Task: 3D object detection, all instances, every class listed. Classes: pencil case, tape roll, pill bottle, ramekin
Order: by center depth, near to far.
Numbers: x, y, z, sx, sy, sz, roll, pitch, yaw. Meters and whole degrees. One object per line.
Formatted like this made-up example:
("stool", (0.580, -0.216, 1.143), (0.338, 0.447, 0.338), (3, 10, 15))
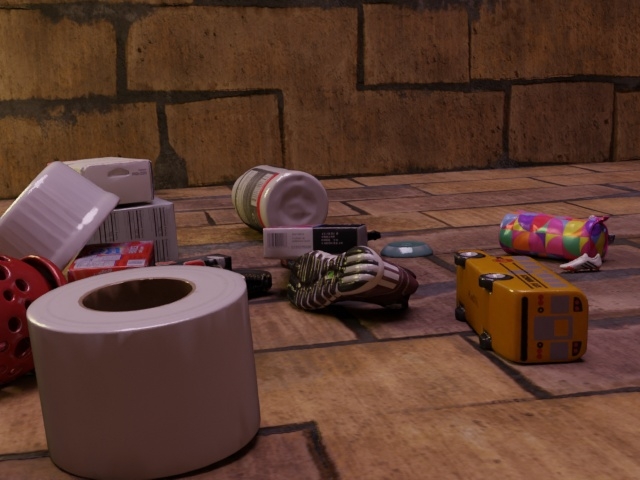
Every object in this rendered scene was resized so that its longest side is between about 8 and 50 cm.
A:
("tape roll", (-0.195, 0.139, 1.152), (0.246, 0.169, 0.246), (-5, 14, 1))
("ramekin", (-0.491, -0.009, 1.802), (0.135, 0.277, 0.277), (41, 3, -10))
("pencil case", (0.492, -0.010, 2.152), (0.236, 0.104, 0.104), (5, 12, 43))
("pill bottle", (-0.118, -0.101, 2.612), (0.176, 0.176, 0.318), (-6, 10, -22))

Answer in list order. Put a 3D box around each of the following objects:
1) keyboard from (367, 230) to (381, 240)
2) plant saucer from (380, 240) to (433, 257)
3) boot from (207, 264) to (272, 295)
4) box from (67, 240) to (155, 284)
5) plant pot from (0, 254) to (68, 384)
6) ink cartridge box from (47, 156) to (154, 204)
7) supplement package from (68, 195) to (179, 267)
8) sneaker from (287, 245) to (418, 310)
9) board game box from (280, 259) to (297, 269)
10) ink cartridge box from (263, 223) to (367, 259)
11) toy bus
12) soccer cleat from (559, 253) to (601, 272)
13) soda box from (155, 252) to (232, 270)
("keyboard", (0.045, 0.015, 2.273), (0.192, 0.038, 0.100), (-11, -6, 17))
("plant saucer", (0.192, 0.018, 2.290), (0.119, 0.021, 0.119), (-2, 10, 0))
("boot", (-0.137, 0.078, 1.874), (0.137, 0.076, 0.198), (0, 9, -19))
("box", (-0.347, 0.080, 1.738), (0.128, 0.122, 0.257), (-3, 9, -7))
("plant pot", (-0.448, 0.110, 1.419), (0.191, 0.191, 0.174), (6, 5, 43))
("ink cartridge box", (-0.472, -0.127, 2.199), (0.159, 0.092, 0.218), (-9, 9, -32))
("supplement package", (-0.434, -0.009, 2.219), (0.203, 0.149, 0.194), (-8, 11, -24))
("sneaker", (0.065, 0.085, 1.775), (0.163, 0.106, 0.281), (20, -13, -27))
("board game box", (0.037, 0.052, 2.100), (0.145, 0.027, 0.281), (-7, 10, -24))
("ink cartridge box", (0.000, 0.000, 2.030), (0.176, 0.069, 0.371), (-1, 0, 6))
("toy bus", (0.291, 0.090, 1.562), (0.130, 0.108, 0.332), (-3, 9, -4))
("soccer cleat", (0.511, 0.043, 2.012), (0.083, 0.035, 0.029), (-2, 10, -1))
("soda box", (-0.260, 0.064, 2.025), (0.169, 0.053, 0.060), (-9, 12, -33))
